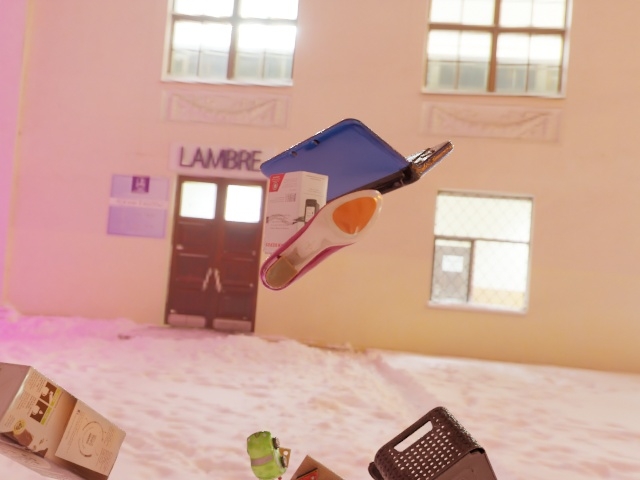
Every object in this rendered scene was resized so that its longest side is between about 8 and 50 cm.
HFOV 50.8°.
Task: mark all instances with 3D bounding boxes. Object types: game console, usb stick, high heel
[{"bbox_3d":[0.073,-0.168,1.365,0.293,0.173,0.250,-19,15,46],"label":"game console"},{"bbox_3d":[0.158,0.573,1.668,0.077,0.045,0.278,40,-7,17],"label":"usb stick"},{"bbox_3d":[0.000,0.000,1.139,0.082,0.244,0.117,47,-8,-5],"label":"high heel"}]

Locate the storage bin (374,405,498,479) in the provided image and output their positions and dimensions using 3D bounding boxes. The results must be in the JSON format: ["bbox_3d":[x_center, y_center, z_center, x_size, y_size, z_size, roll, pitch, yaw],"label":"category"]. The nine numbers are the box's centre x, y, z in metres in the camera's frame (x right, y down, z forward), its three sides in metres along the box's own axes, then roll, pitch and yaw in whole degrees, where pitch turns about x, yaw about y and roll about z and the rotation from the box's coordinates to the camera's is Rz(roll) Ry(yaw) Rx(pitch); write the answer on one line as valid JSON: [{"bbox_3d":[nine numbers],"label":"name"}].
[{"bbox_3d":[0.163,0.326,0.905,0.122,0.180,0.084,-34,38,-9],"label":"storage bin"}]

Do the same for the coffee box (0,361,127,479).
[{"bbox_3d":[-0.518,0.339,1.231,0.168,0.118,0.297,0,-36,26],"label":"coffee box"}]

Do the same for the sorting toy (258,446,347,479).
[{"bbox_3d":[-0.021,0.601,1.608,0.275,0.132,0.046,34,0,1],"label":"sorting toy"}]

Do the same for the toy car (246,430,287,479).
[{"bbox_3d":[-0.083,0.462,1.259,0.239,0.224,0.053,-18,17,9],"label":"toy car"}]

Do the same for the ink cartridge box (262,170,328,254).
[{"bbox_3d":[-0.047,-0.045,1.228,0.063,0.150,0.109,7,-2,-35],"label":"ink cartridge box"}]
